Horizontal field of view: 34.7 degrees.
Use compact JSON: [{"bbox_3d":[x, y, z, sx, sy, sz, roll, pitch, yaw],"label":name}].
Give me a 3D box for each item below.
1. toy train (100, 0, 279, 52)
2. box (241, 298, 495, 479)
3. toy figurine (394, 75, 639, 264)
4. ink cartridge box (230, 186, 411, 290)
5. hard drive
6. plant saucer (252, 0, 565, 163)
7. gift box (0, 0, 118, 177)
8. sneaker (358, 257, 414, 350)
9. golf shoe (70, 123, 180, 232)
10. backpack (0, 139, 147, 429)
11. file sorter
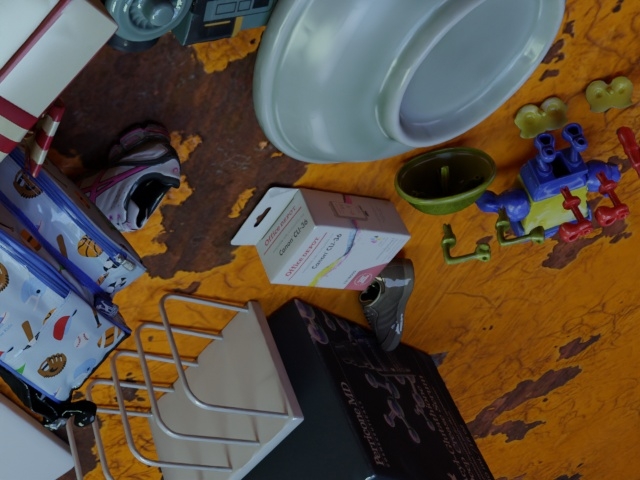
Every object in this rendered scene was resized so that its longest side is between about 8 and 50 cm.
[{"bbox_3d":[-0.093,-0.294,0.789,0.190,0.142,0.334,-18,145,-32],"label":"toy train"},{"bbox_3d":[0.052,0.302,1.527,0.212,0.294,0.395,-39,144,19],"label":"box"},{"bbox_3d":[0.286,-0.037,1.329,0.362,0.191,0.217,-20,151,-6],"label":"toy figurine"},{"bbox_3d":[0.000,0.000,1.289,0.198,0.067,0.115,6,135,-37],"label":"ink cartridge box"},{"bbox_3d":[-0.486,0.290,1.365,0.210,0.040,0.319,-34,146,-5],"label":"hard drive"},{"bbox_3d":[0.125,-0.200,0.990,0.400,0.100,0.400,-31,154,-17],"label":"plant saucer"},{"bbox_3d":[-0.329,-0.159,0.710,0.276,0.255,0.258,-42,141,14],"label":"gift box"},{"bbox_3d":[0.087,0.091,1.487,0.071,0.066,0.188,1,136,-8],"label":"sneaker"},{"bbox_3d":[-0.221,-0.038,1.082,0.186,0.086,0.067,-41,145,23],"label":"golf shoe"},{"bbox_3d":[-0.309,0.010,0.939,0.213,0.276,0.263,-55,152,-4],"label":"backpack"},{"bbox_3d":[-0.195,0.228,1.364,0.173,0.193,0.278,14,130,-40],"label":"file sorter"}]
